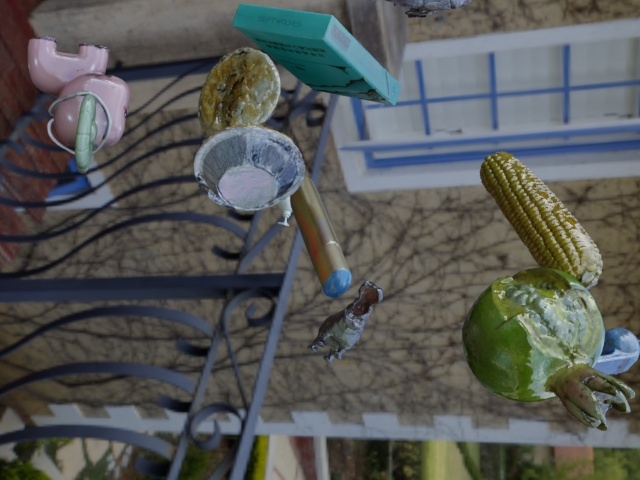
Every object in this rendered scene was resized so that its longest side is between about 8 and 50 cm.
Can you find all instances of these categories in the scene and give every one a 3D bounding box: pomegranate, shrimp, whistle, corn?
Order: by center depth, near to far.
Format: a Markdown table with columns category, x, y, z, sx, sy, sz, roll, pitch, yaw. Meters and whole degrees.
| category | x | y | z | sx | sy | sz | roll | pitch | yaw |
| --- | --- | --- | --- | --- | --- | --- | --- | --- | --- |
| pomegranate | 0.368 | 0.182 | 1.243 | 0.302 | 0.236 | 0.236 | 54 | -9 | 40 |
| whistle | 0.572 | 0.216 | 1.524 | 0.090 | 0.157 | 0.090 | 175 | -90 | -73 |
| corn | 0.455 | -0.045 | 1.603 | 0.363 | 0.120 | 0.120 | 60 | 2 | 30 |
| shrimp | 0.275 | -0.720 | 2.211 | 0.116 | 0.342 | 0.145 | 82 | 16 | -53 |

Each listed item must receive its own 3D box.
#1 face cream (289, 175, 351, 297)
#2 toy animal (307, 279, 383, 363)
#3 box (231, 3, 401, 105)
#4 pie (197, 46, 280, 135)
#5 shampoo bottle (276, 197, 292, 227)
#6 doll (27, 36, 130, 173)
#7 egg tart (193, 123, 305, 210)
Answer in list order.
| category | x | y | z | sx | sy | sz | roll | pitch | yaw |
| --- | --- | --- | --- | --- | --- | --- | --- | --- | --- |
| face cream | 0.000 | 0.000 | 1.705 | 0.139 | 0.067 | 0.285 | 88 | -16 | -50 |
| toy animal | 0.070 | 0.242 | 2.156 | 0.168 | 0.106 | 0.343 | -53 | 180 | -32 |
| box | 0.000 | -0.264 | 1.110 | 0.226 | 0.160 | 0.042 | 25 | 85 | -57 |
| pie | -0.269 | -0.466 | 2.455 | 0.077 | 0.339 | 0.339 | 28 | 59 | -54 |
| shampoo bottle | -0.082 | -0.105 | 1.987 | 0.077 | 0.045 | 0.152 | 28 | 60 | -51 |
| doll | -0.528 | -0.284 | 1.675 | 0.284 | 0.216 | 0.269 | 179 | -85 | -74 |
| egg tart | -0.148 | -0.138 | 1.602 | 0.094 | 0.234 | 0.234 | -92 | 168 | -45 |
